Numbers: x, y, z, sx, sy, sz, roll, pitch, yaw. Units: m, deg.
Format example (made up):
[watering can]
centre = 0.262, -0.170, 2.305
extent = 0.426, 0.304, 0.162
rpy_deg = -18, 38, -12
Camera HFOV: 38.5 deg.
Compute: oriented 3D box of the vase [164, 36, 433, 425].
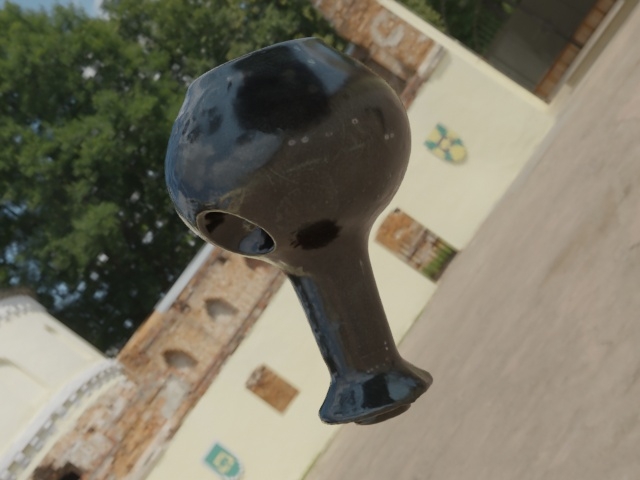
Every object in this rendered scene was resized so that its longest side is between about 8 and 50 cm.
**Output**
[vase]
centre = 0.000, 0.000, 0.442
extent = 0.120, 0.182, 0.120
rpy_deg = -21, 3, 1
